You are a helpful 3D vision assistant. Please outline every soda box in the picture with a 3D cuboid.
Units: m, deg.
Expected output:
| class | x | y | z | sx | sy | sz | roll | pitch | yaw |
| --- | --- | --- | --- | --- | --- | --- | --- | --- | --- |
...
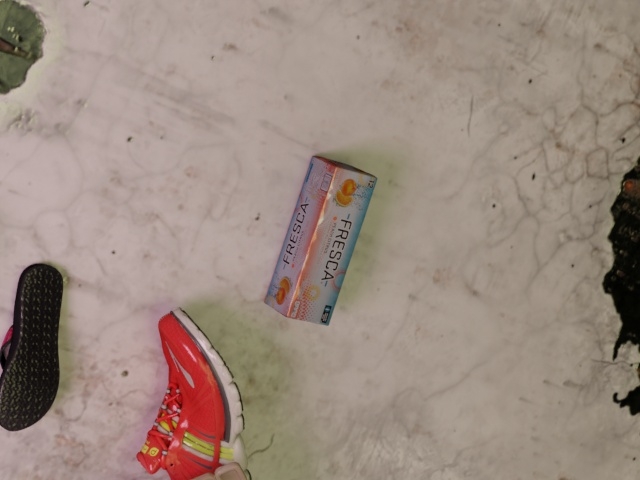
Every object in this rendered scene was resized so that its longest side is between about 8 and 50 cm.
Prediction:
| class | x | y | z | sx | sy | sz | roll | pitch | yaw |
| --- | --- | --- | --- | --- | --- | --- | --- | --- | --- |
| soda box | 0.000 | 0.000 | 1.948 | 0.063 | 0.058 | 0.183 | 14 | 99 | -33 |

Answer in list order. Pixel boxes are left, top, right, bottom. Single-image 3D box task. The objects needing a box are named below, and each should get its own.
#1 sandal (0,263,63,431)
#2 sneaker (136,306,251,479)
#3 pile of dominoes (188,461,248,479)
| class | x | y | z | sx | sy | sz | roll | pitch | yaw |
| --- | --- | --- | --- | --- | --- | --- | --- | --- | --- |
| sandal | -0.310 | 0.113 | 1.817 | 0.067 | 0.040 | 0.179 | 12 | 85 | -38 |
| sneaker | -0.150 | 0.212 | 1.902 | 0.118 | 0.107 | 0.279 | -18 | 113 | -19 |
| pile of dominoes | -0.147 | 0.348 | 1.941 | 0.196 | 0.040 | 0.251 | -21 | 133 | 1 |
